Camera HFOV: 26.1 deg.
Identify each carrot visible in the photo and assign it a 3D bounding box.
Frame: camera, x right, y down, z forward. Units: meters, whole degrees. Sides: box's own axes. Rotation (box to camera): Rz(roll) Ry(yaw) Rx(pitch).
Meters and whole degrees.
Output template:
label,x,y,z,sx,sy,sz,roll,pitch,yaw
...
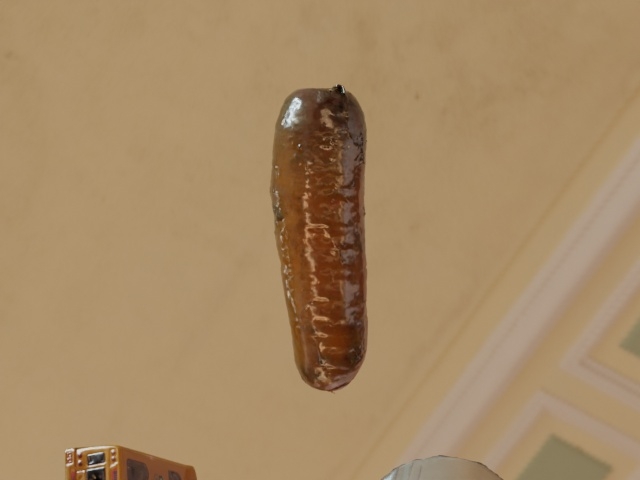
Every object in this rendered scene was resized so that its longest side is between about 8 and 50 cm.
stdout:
label,x,y,z,sx,sy,sz,roll,pitch,yaw
carrot,0.000,0.000,0.823,0.060,0.060,0.186,-1,-81,0

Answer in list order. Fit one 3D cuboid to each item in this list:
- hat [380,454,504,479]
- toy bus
label,x,y,z,sx,sy,sz,roll,pitch,yaw
hat,0.121,0.325,1.206,0.232,0.275,0.161,17,-30,-16
toy bus,-0.193,0.270,1.475,0.088,0.083,0.194,-14,-22,22
